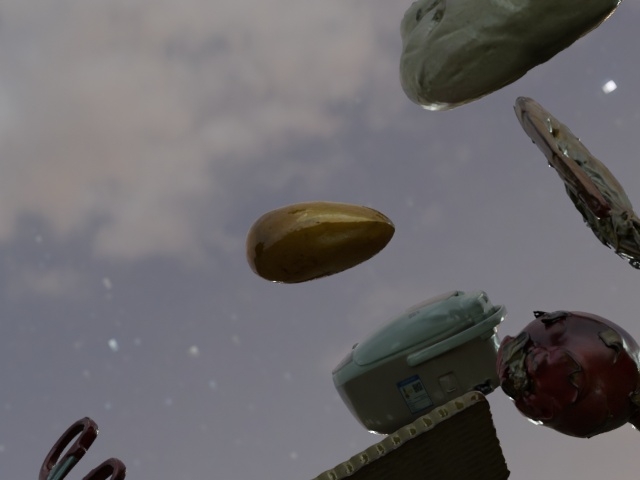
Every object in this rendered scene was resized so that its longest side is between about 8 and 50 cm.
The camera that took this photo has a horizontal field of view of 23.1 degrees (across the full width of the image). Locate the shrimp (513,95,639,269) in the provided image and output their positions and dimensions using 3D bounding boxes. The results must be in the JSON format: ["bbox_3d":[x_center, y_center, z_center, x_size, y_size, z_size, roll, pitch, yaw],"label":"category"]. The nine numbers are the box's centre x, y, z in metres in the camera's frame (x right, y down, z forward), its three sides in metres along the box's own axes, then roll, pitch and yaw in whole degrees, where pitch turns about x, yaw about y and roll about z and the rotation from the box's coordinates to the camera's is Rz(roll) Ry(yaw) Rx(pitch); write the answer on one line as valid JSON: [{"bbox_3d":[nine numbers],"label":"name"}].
[{"bbox_3d":[0.264,-0.059,1.548,0.053,0.236,0.133,-35,-28,6],"label":"shrimp"}]

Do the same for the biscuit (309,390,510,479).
[{"bbox_3d":[0.059,0.246,1.491,0.254,0.029,0.172,-30,-38,-7],"label":"biscuit"}]

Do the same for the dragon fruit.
[{"bbox_3d":[0.272,0.146,1.493,0.125,0.246,0.125,-12,51,64],"label":"dragon fruit"}]

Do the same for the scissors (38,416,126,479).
[{"bbox_3d":[-0.290,0.283,1.500,0.248,0.144,0.017,-46,-62,-4],"label":"scissors"}]

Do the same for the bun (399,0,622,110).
[{"bbox_3d":[0.159,-0.208,1.335,0.210,0.116,0.237,-23,17,48],"label":"bun"}]

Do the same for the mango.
[{"bbox_3d":[0.000,0.000,0.923,0.089,0.046,0.060,-9,-19,4],"label":"mango"}]

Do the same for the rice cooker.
[{"bbox_3d":[0.115,0.134,1.715,0.206,0.127,0.145,-22,2,14],"label":"rice cooker"}]
